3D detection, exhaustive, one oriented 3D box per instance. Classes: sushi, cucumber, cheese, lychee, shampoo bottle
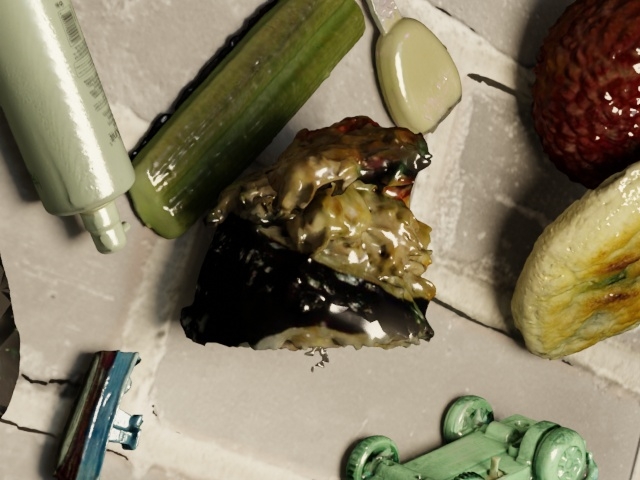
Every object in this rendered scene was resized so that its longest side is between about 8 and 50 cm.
[{"bbox_3d":[0.000,-0.006,1.468,0.225,0.238,0.218,2,98,-32],"label":"sushi"},{"bbox_3d":[-0.276,0.054,1.331,0.070,0.046,0.220,-23,109,-48],"label":"cucumber"},{"bbox_3d":[0.079,-0.200,1.643,0.097,0.037,0.192,-47,124,-31],"label":"cheese"},{"bbox_3d":[0.349,-0.170,1.767,0.261,0.261,0.260,-5,97,-43],"label":"lychee"},{"bbox_3d":[-0.215,-0.108,1.343,0.085,0.085,0.262,-35,117,-36],"label":"shampoo bottle"}]

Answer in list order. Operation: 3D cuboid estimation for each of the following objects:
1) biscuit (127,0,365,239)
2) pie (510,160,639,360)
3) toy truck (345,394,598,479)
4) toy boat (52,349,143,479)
[{"bbox_3d":[-0.064,-0.133,1.517,0.322,0.038,0.099,-50,127,-28],"label":"biscuit"},{"bbox_3d":[0.344,0.018,1.756,0.338,0.337,0.075,7,47,-43],"label":"pie"},{"bbox_3d":[0.155,0.265,1.680,0.279,0.155,0.156,-17,114,-41],"label":"toy truck"},{"bbox_3d":[-0.183,0.159,1.412,0.061,0.060,0.137,24,72,-20],"label":"toy boat"}]
